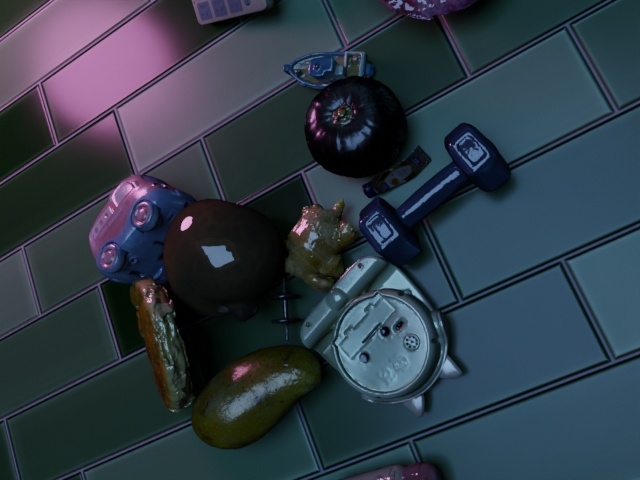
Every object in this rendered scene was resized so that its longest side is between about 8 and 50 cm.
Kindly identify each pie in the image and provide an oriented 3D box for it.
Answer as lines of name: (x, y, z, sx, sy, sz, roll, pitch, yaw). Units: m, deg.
pie: (-0.369, 0.243, 1.529, 0.083, 0.339, 0.339, -16, 73, -22)

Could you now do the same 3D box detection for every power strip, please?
power strip: (-0.225, -0.622, 1.634, 0.270, 0.046, 0.118, 2, 114, 37)

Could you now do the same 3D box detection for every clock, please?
clock: (0.140, 0.214, 1.391, 0.324, 0.108, 0.265, 44, 101, 21)

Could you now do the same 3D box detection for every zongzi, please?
zongzi: (-0.366, 0.136, 1.656, 0.067, 0.073, 0.083, 35, 56, 22)

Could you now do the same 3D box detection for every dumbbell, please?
dumbbell: (0.235, -0.095, 1.370, 0.325, 0.160, 0.144, -40, 102, 14)
dumbbell: (-0.082, 0.159, 1.514, 0.069, 0.069, 0.147, -7, 81, 22)

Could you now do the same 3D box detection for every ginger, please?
ginger: (0.000, 0.000, 1.482, 0.157, 0.102, 0.216, 28, 95, 17)

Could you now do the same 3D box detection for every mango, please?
mango: (-0.150, 0.342, 1.467, 0.329, 0.175, 0.176, -44, 78, 11)

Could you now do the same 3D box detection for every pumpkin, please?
pumpkin: (0.076, -0.250, 1.447, 0.233, 0.163, 0.233, -4, 80, 22)

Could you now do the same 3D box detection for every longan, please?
longan: (-0.221, 0.045, 1.497, 0.300, 0.243, 0.300, 12, 109, 38)

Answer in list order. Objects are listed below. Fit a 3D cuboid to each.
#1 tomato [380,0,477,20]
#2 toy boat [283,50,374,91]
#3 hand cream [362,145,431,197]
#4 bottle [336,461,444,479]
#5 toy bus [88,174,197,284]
tomato: (0.243, -0.629, 1.422, 0.335, 0.176, 0.289, -15, 99, 21)
toy boat: (0.012, -0.407, 1.528, 0.215, 0.102, 0.088, 4, 83, 24)
hand cream: (0.168, -0.149, 1.456, 0.163, 0.062, 0.039, -32, 41, 22)
bottle: (0.144, 0.527, 1.352, 0.233, 0.110, 0.110, -23, 75, 19)
toy bus: (-0.455, -0.040, 1.643, 0.294, 0.197, 0.232, -50, 57, 12)
